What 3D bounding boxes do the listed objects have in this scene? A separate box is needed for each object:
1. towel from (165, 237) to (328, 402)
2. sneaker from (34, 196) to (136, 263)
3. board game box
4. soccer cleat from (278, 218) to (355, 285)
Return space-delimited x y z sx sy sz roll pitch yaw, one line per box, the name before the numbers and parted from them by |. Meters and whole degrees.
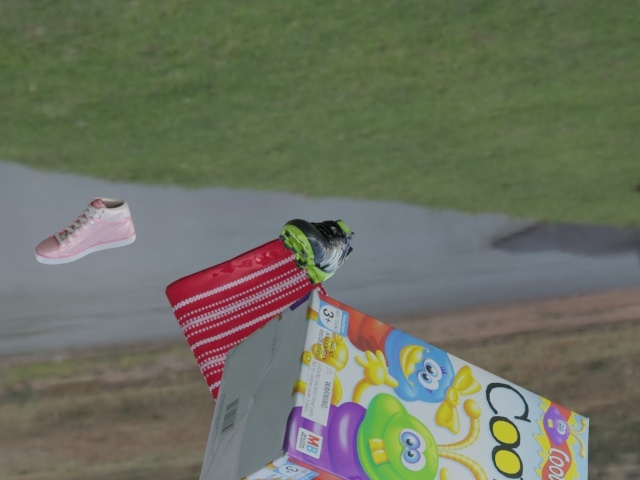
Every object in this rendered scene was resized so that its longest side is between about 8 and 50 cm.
towel | -0.060 0.134 1.568 0.199 0.275 0.031 -21 155 -17
sneaker | -0.305 -0.018 1.572 0.134 0.070 0.051 -16 -144 -22
board game box | 0.063 0.175 0.977 0.275 0.144 0.142 26 142 -22
soccer cleat | 0.000 0.000 1.357 0.072 0.060 0.179 -40 167 -4
